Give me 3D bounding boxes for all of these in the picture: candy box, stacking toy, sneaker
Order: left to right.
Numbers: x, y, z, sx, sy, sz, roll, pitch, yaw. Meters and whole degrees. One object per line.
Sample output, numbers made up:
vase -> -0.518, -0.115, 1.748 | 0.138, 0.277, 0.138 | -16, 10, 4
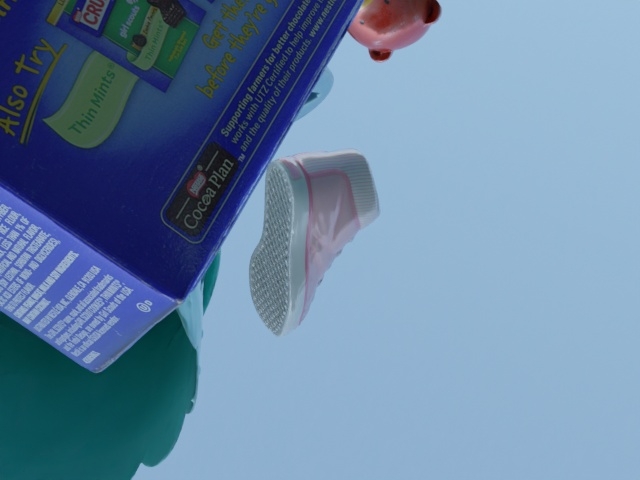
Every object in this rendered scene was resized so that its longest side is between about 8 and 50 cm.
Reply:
candy box -> -0.153, -0.139, 0.748 | 0.317, 0.122, 0.268 | 37, -125, -11
stacking toy -> -0.049, -0.196, 1.610 | 0.279, 0.309, 0.130 | -9, -114, -45
sneaker -> 0.000, 0.000, 0.963 | 0.070, 0.134, 0.051 | -18, -131, -28

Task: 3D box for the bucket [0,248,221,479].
bucket -> -0.205, 0.035, 1.149 | 0.281, 0.281, 0.183 | 10, -145, -2
